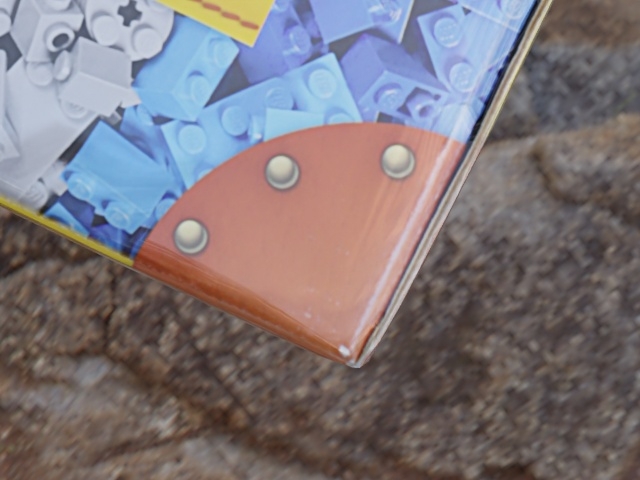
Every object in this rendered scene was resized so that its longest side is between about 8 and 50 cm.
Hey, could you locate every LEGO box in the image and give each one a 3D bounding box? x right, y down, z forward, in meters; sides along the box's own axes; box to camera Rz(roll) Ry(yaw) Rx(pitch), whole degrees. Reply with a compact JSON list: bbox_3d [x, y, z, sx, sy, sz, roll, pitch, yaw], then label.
[{"bbox_3d":[-0.111,-0.131,0.680,0.372,0.500,0.193,26,90,1],"label":"LEGO box"}]
